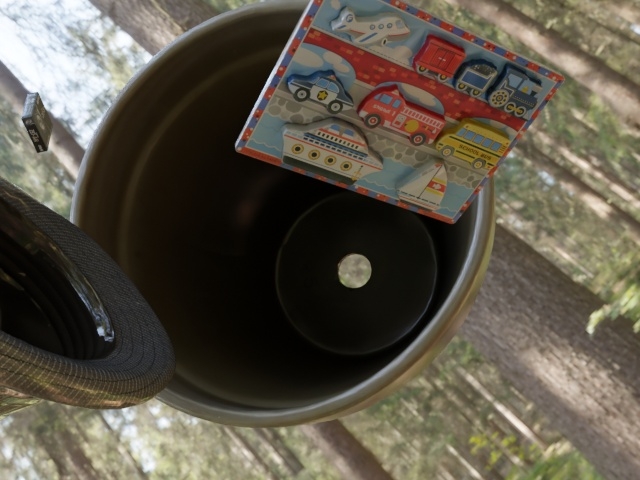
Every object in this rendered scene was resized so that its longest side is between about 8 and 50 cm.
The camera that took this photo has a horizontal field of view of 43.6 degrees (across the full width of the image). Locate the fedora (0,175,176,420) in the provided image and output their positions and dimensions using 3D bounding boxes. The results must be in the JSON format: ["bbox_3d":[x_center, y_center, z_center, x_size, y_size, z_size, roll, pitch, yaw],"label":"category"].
[{"bbox_3d":[-0.223,0.037,0.438,0.124,0.244,0.275,-47,-30,3],"label":"fedora"}]

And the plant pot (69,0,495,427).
[{"bbox_3d":[0.000,0.000,0.698,0.323,0.323,0.280,-48,-22,2],"label":"plant pot"}]

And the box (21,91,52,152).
[{"bbox_3d":[-0.457,-0.191,1.291,0.018,0.083,0.067,-13,-51,-1],"label":"box"}]

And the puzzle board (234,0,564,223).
[{"bbox_3d":[0.037,-0.059,0.375,0.128,0.011,0.096,17,-56,-23],"label":"puzzle board"}]
